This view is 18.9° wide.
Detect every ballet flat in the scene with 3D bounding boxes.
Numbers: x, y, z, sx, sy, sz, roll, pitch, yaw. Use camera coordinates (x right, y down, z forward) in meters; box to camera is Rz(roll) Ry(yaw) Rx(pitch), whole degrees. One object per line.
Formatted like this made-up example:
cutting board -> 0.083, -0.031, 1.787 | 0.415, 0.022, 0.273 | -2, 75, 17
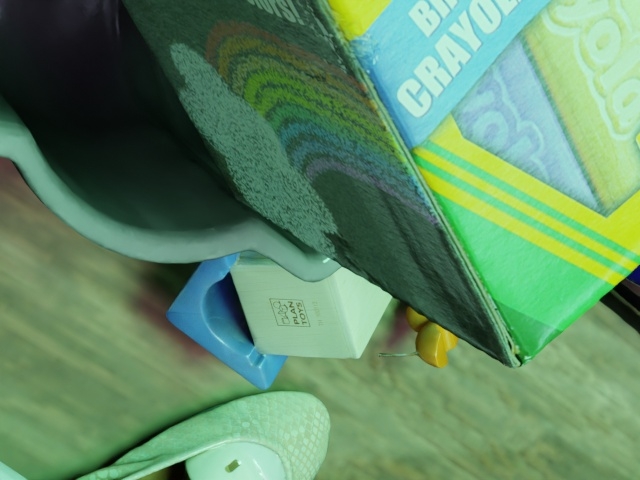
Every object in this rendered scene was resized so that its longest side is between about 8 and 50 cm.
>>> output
ballet flat -> -0.059, 0.101, 0.659 | 0.168, 0.052, 0.057 | -21, 118, -26

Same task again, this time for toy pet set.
toy pet set -> 0.000, 0.000, 0.669 | 0.114, 0.065, 0.122 | -59, 141, -46

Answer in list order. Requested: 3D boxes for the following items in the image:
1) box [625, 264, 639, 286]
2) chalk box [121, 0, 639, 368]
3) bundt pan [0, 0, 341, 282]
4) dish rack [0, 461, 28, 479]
box -> 0.186, -0.051, 0.748 | 0.126, 0.072, 0.137 | -15, 117, -27
chalk box -> 0.015, -0.106, 0.422 | 0.132, 0.132, 0.213 | -39, 126, -14
bundt pan -> -0.016, -0.162, 0.539 | 0.331, 0.124, 0.331 | -13, 115, -30
dish rack -> -0.079, 0.226, 0.527 | 0.333, 0.072, 0.285 | 34, 64, 2
